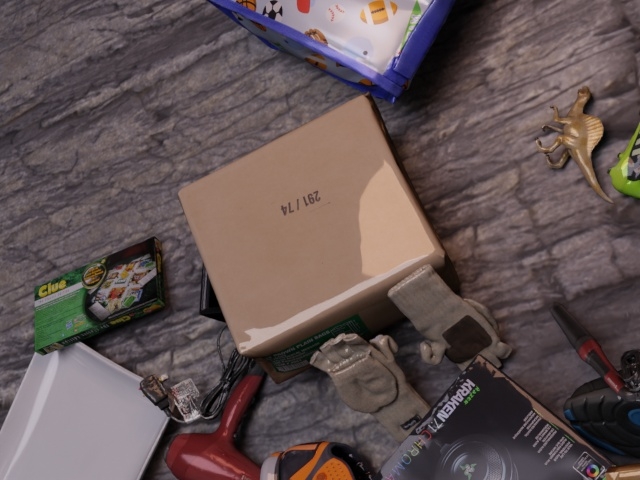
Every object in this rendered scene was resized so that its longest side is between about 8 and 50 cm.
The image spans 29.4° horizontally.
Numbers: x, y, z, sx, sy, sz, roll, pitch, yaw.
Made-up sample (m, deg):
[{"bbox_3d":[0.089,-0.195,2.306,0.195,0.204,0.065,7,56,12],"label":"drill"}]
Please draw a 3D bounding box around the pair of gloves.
[{"bbox_3d":[0.130,0.156,1.701,0.240,0.204,0.042,-43,23,19],"label":"pair of gloves"}]

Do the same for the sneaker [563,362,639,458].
[{"bbox_3d":[0.466,0.176,1.522,0.341,0.125,0.139,-19,32,37],"label":"sneaker"}]

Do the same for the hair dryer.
[{"bbox_3d":[-0.147,0.284,1.891,0.224,0.080,0.293,-31,70,7],"label":"hair dryer"}]

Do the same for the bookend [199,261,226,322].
[{"bbox_3d":[-0.107,0.045,1.951,0.157,0.072,0.156,-6,73,32],"label":"bookend"}]

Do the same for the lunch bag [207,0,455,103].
[{"bbox_3d":[0.066,-0.410,1.872,0.385,0.239,0.327,30,92,43],"label":"lunch bag"}]

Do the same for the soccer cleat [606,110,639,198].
[{"bbox_3d":[0.455,-0.139,1.643,0.072,0.060,0.178,30,100,26],"label":"soccer cleat"}]

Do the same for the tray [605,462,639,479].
[{"bbox_3d":[0.461,0.450,1.373,0.203,0.076,0.410,-11,83,17],"label":"tray"}]

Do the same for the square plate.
[{"bbox_3d":[-0.416,0.362,2.080,0.344,0.049,0.347,23,90,36],"label":"square plate"}]

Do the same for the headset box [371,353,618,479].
[{"bbox_3d":[0.245,0.336,1.570,0.246,0.131,0.283,-49,57,0],"label":"headset box"}]

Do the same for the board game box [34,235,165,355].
[{"bbox_3d":[-0.386,0.097,2.118,0.260,0.030,0.136,-21,57,19],"label":"board game box"}]

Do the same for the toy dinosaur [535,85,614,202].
[{"bbox_3d":[0.354,-0.135,1.708,0.093,0.053,0.183,-15,68,28],"label":"toy dinosaur"}]

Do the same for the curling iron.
[{"bbox_3d":[0.358,0.135,1.563,0.068,0.035,0.274,-35,21,-3],"label":"curling iron"}]

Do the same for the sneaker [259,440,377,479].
[{"bbox_3d":[0.012,0.437,1.725,0.180,0.125,0.321,-19,66,29],"label":"sneaker"}]

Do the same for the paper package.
[{"bbox_3d":[0.000,0.000,1.788,0.325,0.168,0.309,-27,62,6],"label":"paper package"}]
